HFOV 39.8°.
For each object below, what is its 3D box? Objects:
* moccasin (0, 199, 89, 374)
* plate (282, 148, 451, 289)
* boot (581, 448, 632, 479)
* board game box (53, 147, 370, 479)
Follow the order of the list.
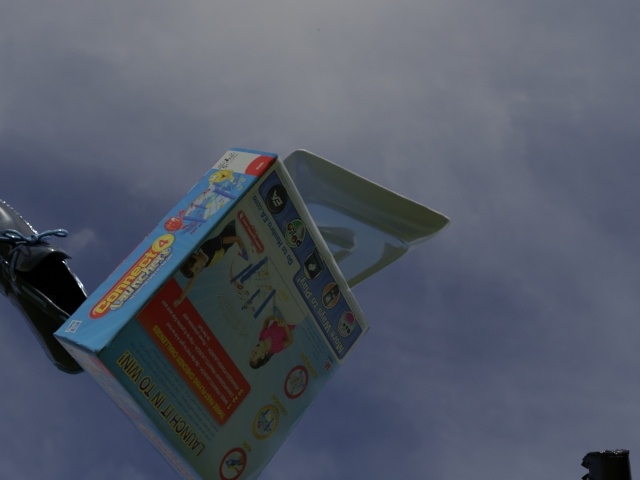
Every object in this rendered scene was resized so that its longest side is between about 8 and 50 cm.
[{"bbox_3d":[-0.433,0.047,1.395,0.342,0.137,0.117,47,-53,10],"label":"moccasin"},{"bbox_3d":[0.000,0.000,1.278,0.277,0.045,0.278,22,-38,-31],"label":"plate"},{"bbox_3d":[0.373,0.305,1.075,0.045,0.121,0.099,3,-105,-28],"label":"boot"},{"bbox_3d":[-0.105,0.105,1.039,0.302,0.086,0.308,-50,-47,-26],"label":"board game box"}]
